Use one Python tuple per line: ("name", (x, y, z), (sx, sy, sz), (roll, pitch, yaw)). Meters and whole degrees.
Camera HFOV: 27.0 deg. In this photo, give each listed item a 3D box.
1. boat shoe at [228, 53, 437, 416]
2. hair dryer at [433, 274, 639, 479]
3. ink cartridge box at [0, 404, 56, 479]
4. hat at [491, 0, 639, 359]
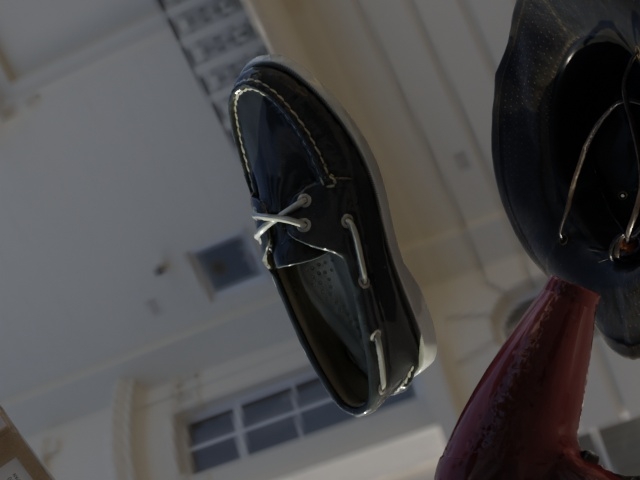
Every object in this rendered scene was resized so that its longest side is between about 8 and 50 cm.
("boat shoe", (0.000, 0.000, 1.072), (0.091, 0.114, 0.303), (-40, -73, -40))
("hair dryer", (0.182, 0.165, 0.869), (0.080, 0.223, 0.294), (22, -129, -65))
("ink cartridge box", (-0.317, 0.295, 1.249), (0.235, 0.193, 0.088), (60, 166, -28))
("hat", (0.264, -0.080, 1.046), (0.331, 0.134, 0.331), (169, 90, -72))
